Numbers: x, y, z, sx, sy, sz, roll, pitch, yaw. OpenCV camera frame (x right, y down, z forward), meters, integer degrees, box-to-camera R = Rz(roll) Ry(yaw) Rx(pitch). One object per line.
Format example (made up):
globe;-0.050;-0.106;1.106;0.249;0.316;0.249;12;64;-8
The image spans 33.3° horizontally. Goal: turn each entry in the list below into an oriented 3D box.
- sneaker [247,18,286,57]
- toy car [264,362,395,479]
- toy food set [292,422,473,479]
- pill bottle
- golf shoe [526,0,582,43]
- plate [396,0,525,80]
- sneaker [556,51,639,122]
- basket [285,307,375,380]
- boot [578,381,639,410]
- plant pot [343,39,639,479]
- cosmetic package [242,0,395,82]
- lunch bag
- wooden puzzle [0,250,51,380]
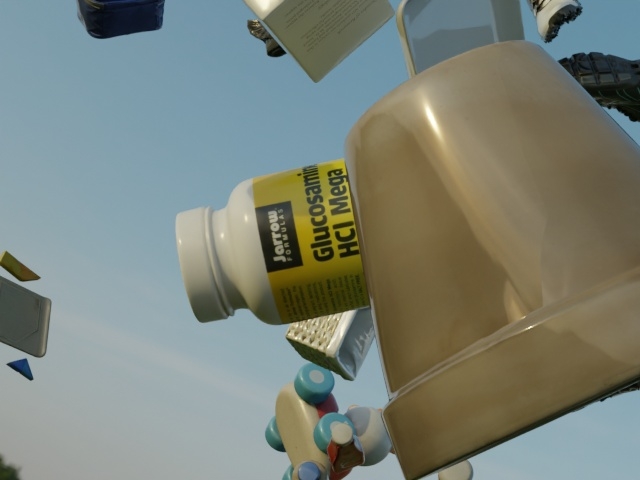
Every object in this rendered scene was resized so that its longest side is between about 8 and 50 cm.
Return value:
sneaker;-0.060;-0.405;2.008;0.170;0.089;0.051;-21;-23;30
toy car;0.049;0.356;2.031;0.238;0.210;0.219;-3;-39;-28
toy food set;0.053;0.263;1.179;0.232;0.111;0.104;-16;-30;-4
pill bottle;0.000;0.000;1.318;0.334;0.188;0.188;-12;-24;2
golf shoe;0.343;-0.359;1.621;0.094;0.077;0.198;47;18;-5
plate;0.191;-0.251;1.439;0.045;0.277;0.278;12;-48;36
sneaker;0.463;-0.223;1.608;0.267;0.101;0.106;-2;-52;4
basket;0.030;0.124;1.737;0.103;0.167;0.113;17;-22;28
boot;0.508;0.214;1.692;0.091;0.263;0.229;64;-6;-9
plant pot;0.159;0.006;0.875;0.323;0.323;0.280;103;-36;-71
cosmetic package;-0.023;-0.340;1.417;0.151;0.151;0.183;52;6;27
lunch bag;-0.210;-0.264;1.142;0.067;0.098;0.065;51;-34;35
wooden puzzle;-0.297;0.073;1.040;0.014;0.116;0.078;-26;-45;32
